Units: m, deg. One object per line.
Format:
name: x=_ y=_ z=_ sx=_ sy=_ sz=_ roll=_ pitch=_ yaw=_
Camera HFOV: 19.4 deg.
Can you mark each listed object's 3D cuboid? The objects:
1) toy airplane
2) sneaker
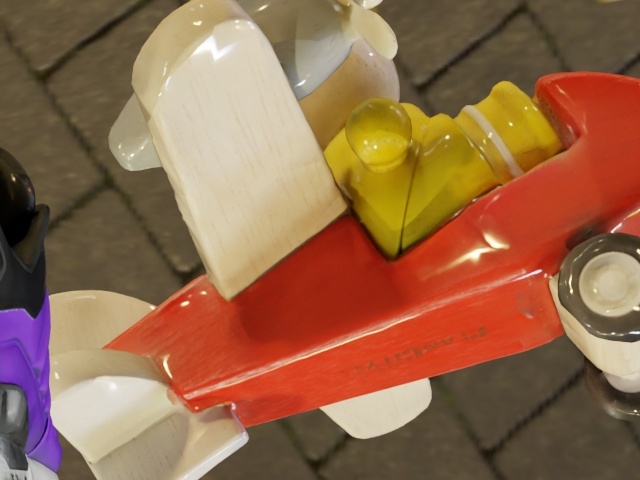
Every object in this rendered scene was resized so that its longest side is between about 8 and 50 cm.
toy airplane: x=0.000 y=0.000 z=1.086 sx=0.384 sy=0.386 sz=0.272 roll=7 pitch=57 yaw=-32
sneaker: x=-0.145 y=0.034 z=0.734 sx=0.102 sy=0.293 sz=0.146 roll=6 pitch=82 yaw=-8
